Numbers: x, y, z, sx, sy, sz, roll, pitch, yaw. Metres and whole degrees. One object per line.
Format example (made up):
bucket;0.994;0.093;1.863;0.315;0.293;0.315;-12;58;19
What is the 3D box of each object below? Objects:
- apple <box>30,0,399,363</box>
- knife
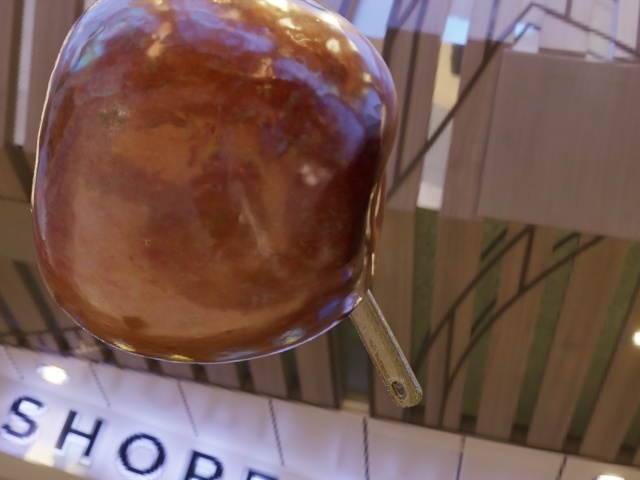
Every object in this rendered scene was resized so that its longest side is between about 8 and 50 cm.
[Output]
apple;-0.057;-0.042;0.612;0.253;0.253;0.253;11;-35;8
knife;-0.001;0.001;0.756;0.047;0.017;0.298;-17;-76;43
